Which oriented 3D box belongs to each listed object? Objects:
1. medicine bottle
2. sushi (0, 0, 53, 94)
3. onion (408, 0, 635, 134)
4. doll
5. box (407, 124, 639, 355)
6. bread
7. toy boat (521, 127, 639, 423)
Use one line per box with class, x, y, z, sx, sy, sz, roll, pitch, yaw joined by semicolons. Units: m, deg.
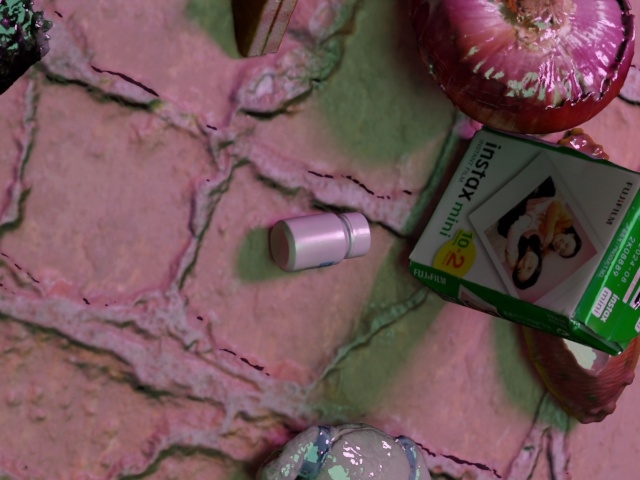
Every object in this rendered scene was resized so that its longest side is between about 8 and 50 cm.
medicine bottle;0.000;0.000;1.828;0.089;0.052;0.052;-9;103;-27
sushi;-0.331;-0.214;1.569;0.126;0.136;0.225;-46;109;-17
onion;0.189;-0.200;1.846;0.230;0.163;0.230;4;71;-10
doll;0.034;0.234;1.876;0.214;0.071;0.103;12;94;-33
box;0.220;0.001;1.838;0.103;0.250;0.180;37;78;-44
bread;-0.054;-0.225;1.762;0.043;0.109;0.062;-14;62;-30
toy boat;0.272;0.046;1.965;0.141;0.099;0.318;-4;101;0
